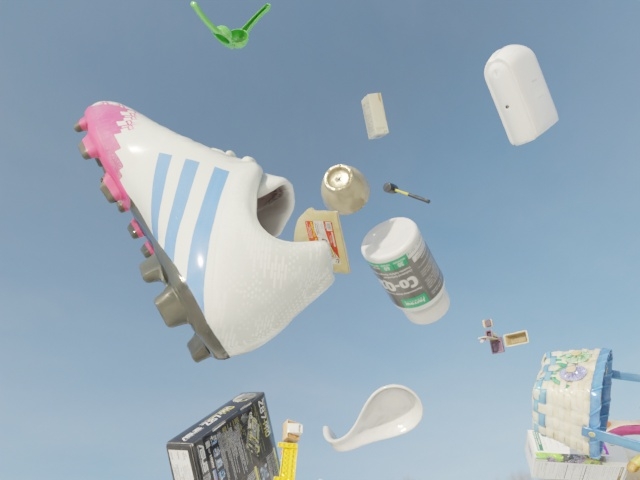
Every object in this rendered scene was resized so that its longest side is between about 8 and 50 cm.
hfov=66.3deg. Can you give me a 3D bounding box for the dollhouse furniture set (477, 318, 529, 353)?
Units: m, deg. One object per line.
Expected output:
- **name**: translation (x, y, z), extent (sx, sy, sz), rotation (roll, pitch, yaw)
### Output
- **dollhouse furniture set**: translation (0.464, 0.235, 1.260), extent (0.081, 0.090, 0.114), rotation (17, -30, -39)

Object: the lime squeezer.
- **lime squeezer**: translation (-0.218, -0.530, 1.220), extent (0.059, 0.310, 0.110), rotation (42, -55, 7)

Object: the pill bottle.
- **pill bottle**: translation (0.304, 0.113, 1.691), extent (0.204, 0.204, 0.361), rotation (-29, -58, 10)

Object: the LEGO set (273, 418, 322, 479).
- **LEGO set**: translation (-0.044, 0.565, 1.123), extent (0.132, 0.287, 0.107), rotation (-19, -46, -27)

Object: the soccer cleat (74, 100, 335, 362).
- **soccer cleat**: translation (-0.111, -0.038, 0.450), extent (0.143, 0.331, 0.116), rotation (-30, -36, -16)

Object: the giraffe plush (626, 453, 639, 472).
- **giraffe plush**: translation (0.566, 0.385, 0.700), extent (0.182, 0.171, 0.210), rotation (-15, -79, -29)

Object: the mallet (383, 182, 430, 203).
- **mallet**: translation (0.311, -0.171, 1.789), extent (0.062, 0.190, 0.039), rotation (8, -76, -45)

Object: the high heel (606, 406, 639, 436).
- **high heel**: translation (0.968, 0.606, 1.526), extent (0.244, 0.117, 0.082), rotation (-37, -12, 17)

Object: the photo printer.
- **photo printer**: translation (0.665, -0.495, 1.628), extent (0.107, 0.307, 0.256), rotation (-16, 12, 47)

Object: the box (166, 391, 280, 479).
- **box**: translation (-0.219, 0.637, 1.263), extent (0.097, 0.394, 0.318), rotation (-11, 2, 29)

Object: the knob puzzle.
- **knob puzzle**: translation (0.000, 0.000, 1.336), extent (0.030, 0.213, 0.213), rotation (-26, -34, -40)

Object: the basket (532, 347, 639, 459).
- **basket**: translation (0.636, 0.363, 1.093), extent (0.289, 0.255, 0.200), rotation (7, -68, 31)

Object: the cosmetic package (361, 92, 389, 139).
- **cosmetic package**: translation (0.152, -0.346, 1.369), extent (0.041, 0.060, 0.115), rotation (-11, -89, -15)

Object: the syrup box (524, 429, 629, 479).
- **syrup box**: translation (0.701, 0.595, 1.354), extent (0.237, 0.093, 0.096), rotation (-1, -60, 9)

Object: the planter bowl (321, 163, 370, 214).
- **planter bowl**: translation (0.070, -0.177, 1.577), extent (0.162, 0.162, 0.109), rotation (-25, -28, 7)

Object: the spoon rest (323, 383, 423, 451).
- **spoon rest**: translation (0.126, 0.450, 1.214), extent (0.276, 0.084, 0.137), rotation (-35, -79, 19)
